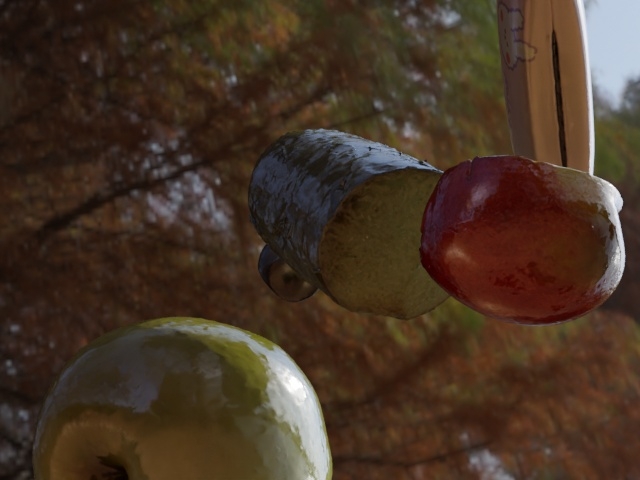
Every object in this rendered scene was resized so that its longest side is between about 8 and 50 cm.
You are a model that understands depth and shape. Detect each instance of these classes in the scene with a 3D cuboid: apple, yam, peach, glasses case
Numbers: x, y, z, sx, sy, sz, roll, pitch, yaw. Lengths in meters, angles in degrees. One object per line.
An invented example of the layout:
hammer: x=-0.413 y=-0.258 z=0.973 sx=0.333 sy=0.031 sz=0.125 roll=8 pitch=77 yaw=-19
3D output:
apple: x=-0.141 y=0.191 z=1.373 sx=0.295 sy=0.233 sz=0.258 roll=-12 pitch=3 yaw=39
yam: x=0.035 y=-0.021 z=1.297 sx=0.161 sy=0.268 sz=0.161 roll=-5 pitch=-74 yaw=-19
peach: x=0.151 y=0.002 z=0.997 sx=0.118 sy=0.151 sz=0.151 roll=-34 pitch=-14 yaw=-47
glasses case: x=0.205 y=-0.149 z=1.231 sx=0.075 sy=0.113 sz=0.297 roll=-11 pitch=-57 yaw=2

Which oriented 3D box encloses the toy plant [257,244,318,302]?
toy plant: x=0.000 y=0.000 z=1.660 sx=0.093 sy=0.093 sz=0.162 roll=23 pitch=-56 yaw=-42
